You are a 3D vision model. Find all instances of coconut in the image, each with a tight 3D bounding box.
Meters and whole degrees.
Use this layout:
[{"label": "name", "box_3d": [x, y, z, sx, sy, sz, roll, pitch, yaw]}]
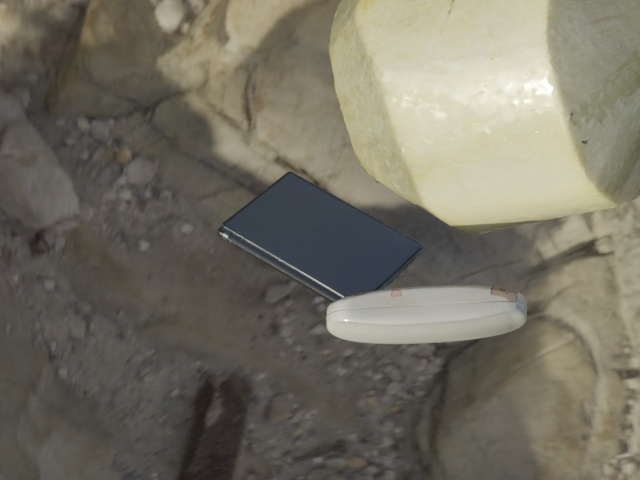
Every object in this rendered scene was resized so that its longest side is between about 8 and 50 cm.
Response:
[{"label": "coconut", "box_3d": [0.179, -0.157, 1.197, 0.323, 0.323, 0.323, 2, 78, -11]}]

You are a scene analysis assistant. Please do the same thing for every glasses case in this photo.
[{"label": "glasses case", "box_3d": [0.086, 0.061, 1.131, 0.164, 0.063, 0.041, -4, 72, 8]}]

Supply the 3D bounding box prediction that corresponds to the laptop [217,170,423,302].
[{"label": "laptop", "box_3d": [0.000, 0.000, 1.426, 0.180, 0.016, 0.129, 31, 47, 22]}]
